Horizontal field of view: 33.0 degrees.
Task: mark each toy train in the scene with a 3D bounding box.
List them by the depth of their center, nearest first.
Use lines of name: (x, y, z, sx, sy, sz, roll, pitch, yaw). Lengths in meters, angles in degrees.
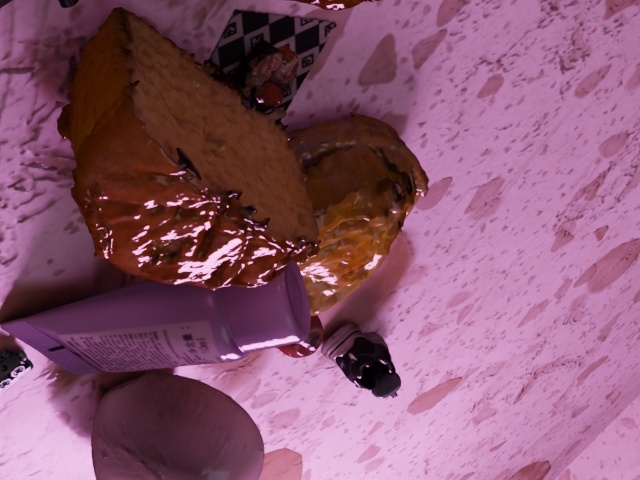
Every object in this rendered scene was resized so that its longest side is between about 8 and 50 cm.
toy train: (-0.319, 0.143, 1.053, 0.092, 0.029, 0.045, -39, 158, -3)

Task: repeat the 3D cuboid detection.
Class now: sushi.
sushi: (-0.048, -0.145, 0.968, 0.126, 0.026, 0.120, -4, 134, -47)

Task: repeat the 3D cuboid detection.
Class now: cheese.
cheese: (-0.158, 0.240, 1.230, 0.198, 0.189, 0.154, 96, 20, -53)

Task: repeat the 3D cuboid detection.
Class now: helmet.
helmet: (-0.023, 0.121, 1.334, 0.065, 0.049, 0.084, -28, 148, -22)

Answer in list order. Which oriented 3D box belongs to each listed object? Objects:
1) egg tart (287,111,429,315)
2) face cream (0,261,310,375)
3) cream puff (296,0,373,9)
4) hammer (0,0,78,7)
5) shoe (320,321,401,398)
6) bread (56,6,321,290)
egg tart: (0.000, 0.000, 1.140, 0.290, 0.107, 0.291, -28, 148, -19)
face cream: (-0.151, 0.082, 1.046, 0.274, 0.096, 0.154, -13, 155, 11)
cream puff: (0.039, -0.271, 0.765, 0.269, 0.155, 0.241, -29, 150, -22)
hammer: (-0.260, -0.139, 0.740, 0.201, 0.021, 0.078, -38, 150, -5)
shoe: (0.069, 0.174, 1.460, 0.071, 0.099, 0.169, -45, 151, 4)
bread: (-0.120, -0.052, 0.877, 0.147, 0.160, 0.260, -29, 150, 22)
